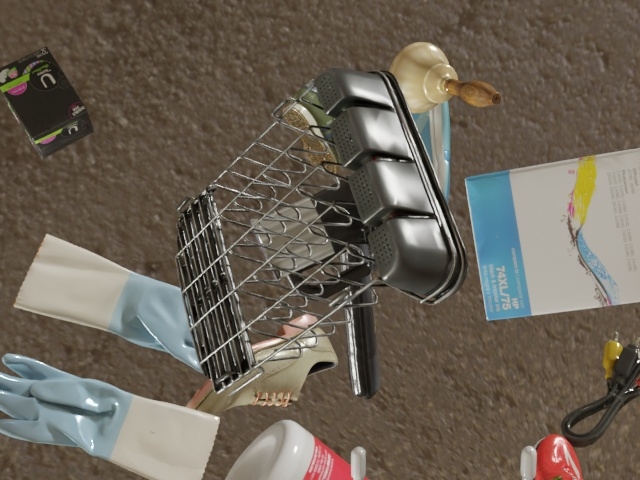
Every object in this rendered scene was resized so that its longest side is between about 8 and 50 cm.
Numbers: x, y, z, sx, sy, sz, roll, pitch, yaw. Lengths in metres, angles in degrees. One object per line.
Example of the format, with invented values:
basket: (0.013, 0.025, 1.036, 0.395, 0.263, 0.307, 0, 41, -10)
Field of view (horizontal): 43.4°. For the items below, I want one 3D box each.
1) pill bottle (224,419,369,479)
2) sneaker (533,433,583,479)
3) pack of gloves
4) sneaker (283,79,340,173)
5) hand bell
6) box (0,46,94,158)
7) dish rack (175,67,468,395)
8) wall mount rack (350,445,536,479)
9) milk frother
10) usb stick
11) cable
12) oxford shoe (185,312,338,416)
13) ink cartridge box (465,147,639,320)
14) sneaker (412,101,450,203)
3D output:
pill bottle: (0.025, 0.535, 1.472, 0.407, 0.229, 0.229, 41, 82, -12)
sneaker: (0.398, 0.409, 1.270, 0.107, 0.118, 0.279, 26, 34, -5)
pack of gloves: (-0.206, 0.128, 0.811, 0.232, 0.046, 0.195, 24, 64, -16)
sneaker: (0.004, -0.199, 1.394, 0.064, 0.192, 0.086, 18, 68, 31)
hand bell: (0.220, -0.252, 1.326, 0.126, 0.126, 0.242, -43, 28, -4)
box: (-0.275, -0.137, 0.801, 0.062, 0.052, 0.083, -31, 80, -16)
dish rack: (-0.024, 0.001, 0.676, 0.271, 0.074, 0.208, -38, 56, 36)
wall mount rack: (0.145, 0.401, 0.912, 0.350, 0.130, 0.304, 0, 56, 2)
milk frother: (0.000, 0.000, 0.942, 0.134, 0.143, 0.129, -25, 80, -2)
usb stick: (0.060, 0.107, 1.210, 0.045, 0.278, 0.077, 0, 22, 17)
cable: (0.546, 0.283, 1.458, 0.139, 0.072, 0.287, 22, 56, 30)
oxford shoe: (-0.116, 0.297, 1.720, 0.397, 0.140, 0.146, -30, 76, -35)
ink cartridge box: (0.358, -0.006, 1.112, 0.270, 0.198, 0.197, -9, 85, 17)
sneaker: (0.161, -0.161, 1.647, 0.208, 0.127, 0.319, -1, 75, 9)
